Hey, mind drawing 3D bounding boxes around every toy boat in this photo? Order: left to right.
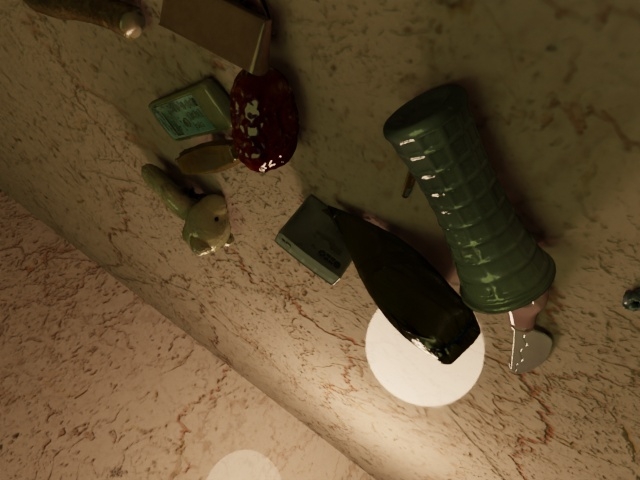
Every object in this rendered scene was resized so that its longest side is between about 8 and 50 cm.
[{"bbox_3d":[-0.215,-0.174,0.993,0.206,0.072,0.064,-3,116,35],"label":"toy boat"}]

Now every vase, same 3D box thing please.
[{"bbox_3d":[0.198,-0.053,0.661,0.143,0.143,0.299,-4,128,49],"label":"vase"}]

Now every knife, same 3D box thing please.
[{"bbox_3d":[0.382,0.169,0.888,0.081,0.043,0.336,9,147,30],"label":"knife"}]

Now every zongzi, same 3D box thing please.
[{"bbox_3d":[0.120,0.053,0.824,0.289,0.123,0.260,47,-176,-10],"label":"zongzi"}]

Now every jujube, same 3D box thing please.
[{"bbox_3d":[-0.090,-0.194,0.784,0.109,0.112,0.176,5,138,3],"label":"jujube"}]

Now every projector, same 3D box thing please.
[{"bbox_3d":[0.000,0.000,0.963,0.147,0.115,0.061,37,153,0],"label":"projector"}]

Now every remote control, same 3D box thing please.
[{"bbox_3d":[-0.254,-0.252,0.960,0.233,0.038,0.098,3,135,46],"label":"remote control"}]

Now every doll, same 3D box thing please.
[{"bbox_3d":[-0.326,-0.093,1.204,0.278,0.175,0.149,42,113,10],"label":"doll"}]

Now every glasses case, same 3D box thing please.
[{"bbox_3d":[-0.141,-0.332,0.712,0.193,0.070,0.102,31,122,15],"label":"glasses case"}]

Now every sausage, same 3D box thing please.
[{"bbox_3d":[0.143,-0.099,0.770,0.015,0.015,0.100,29,149,14],"label":"sausage"}]

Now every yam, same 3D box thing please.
[{"bbox_3d":[-0.433,-0.425,0.883,0.299,0.066,0.066,23,148,25],"label":"yam"}]

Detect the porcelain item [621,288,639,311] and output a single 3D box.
[{"bbox_3d":[0.460,0.082,0.671,0.036,0.028,0.083,42,151,-14],"label":"porcelain item"}]
